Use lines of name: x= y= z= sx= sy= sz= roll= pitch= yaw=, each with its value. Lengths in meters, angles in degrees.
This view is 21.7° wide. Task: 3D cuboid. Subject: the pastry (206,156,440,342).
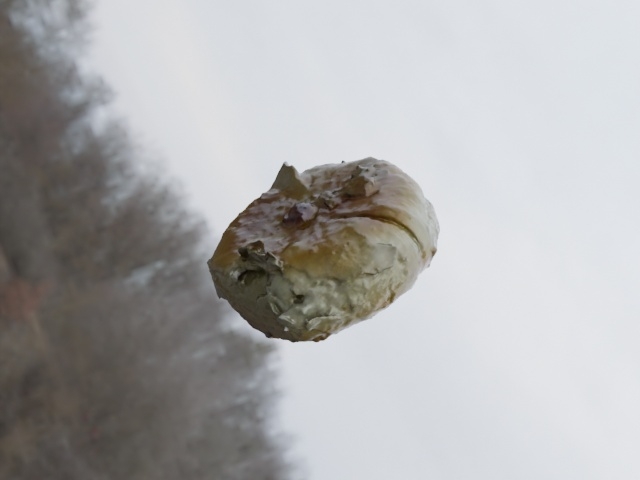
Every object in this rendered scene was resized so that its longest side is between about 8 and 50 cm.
pastry: x=0.005 y=-0.001 z=1.752 sx=0.257 sy=0.236 sz=0.121 roll=20 pitch=-39 yaw=56
